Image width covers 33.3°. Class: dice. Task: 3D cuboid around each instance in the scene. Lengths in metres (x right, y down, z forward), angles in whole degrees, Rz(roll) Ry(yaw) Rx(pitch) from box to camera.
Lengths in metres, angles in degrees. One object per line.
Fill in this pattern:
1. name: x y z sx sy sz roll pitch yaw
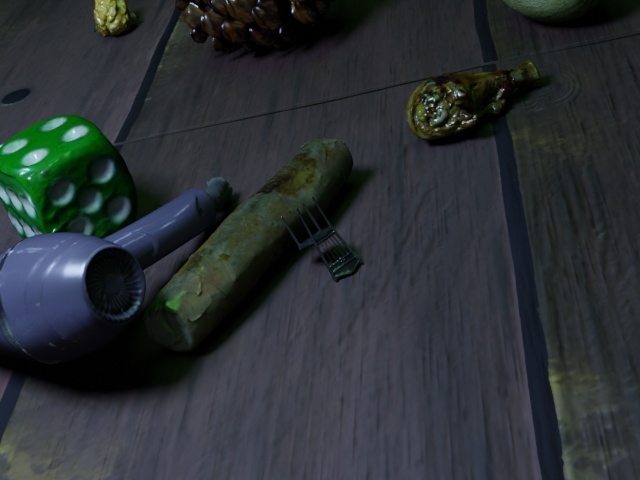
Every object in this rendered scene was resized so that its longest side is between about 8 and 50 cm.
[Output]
1. dice: -0.295 -0.060 1.227 0.120 0.131 0.128 -35 37 -25

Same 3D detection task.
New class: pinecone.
1. pinecone: -0.089 -0.376 1.541 0.272 0.224 0.224 -26 23 36

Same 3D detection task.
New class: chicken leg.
1. chicken leg: 0.181 -0.164 1.227 0.178 0.070 0.093 -22 37 -25

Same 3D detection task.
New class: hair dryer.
1. hair dryer: -0.217 0.017 1.113 0.301 0.121 0.361 -12 14 42

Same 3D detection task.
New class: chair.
1. chair: 0.000 0.001 1.066 0.037 0.086 0.042 -34 0 -26

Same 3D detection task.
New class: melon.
1. melon: 0.293 -0.352 1.381 0.139 0.139 0.192 -27 34 -15

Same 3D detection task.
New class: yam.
1. yam: -0.064 -0.005 1.092 0.067 0.071 0.317 -36 10 50

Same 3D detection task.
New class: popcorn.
1. popcorn: -0.358 -0.378 1.807 0.084 0.084 0.084 -13 32 8
